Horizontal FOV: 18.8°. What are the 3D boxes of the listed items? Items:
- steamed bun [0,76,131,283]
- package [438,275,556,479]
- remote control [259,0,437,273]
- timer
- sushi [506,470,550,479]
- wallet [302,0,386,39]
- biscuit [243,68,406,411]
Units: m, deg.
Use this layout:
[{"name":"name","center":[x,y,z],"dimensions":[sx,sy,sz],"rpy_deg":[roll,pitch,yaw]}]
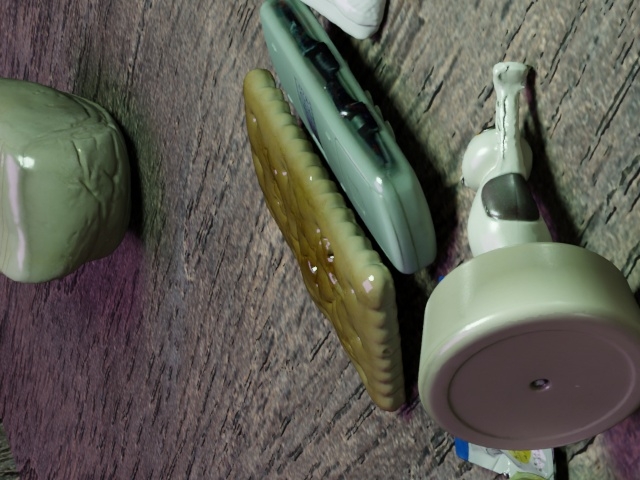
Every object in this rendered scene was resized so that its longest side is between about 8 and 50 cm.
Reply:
[{"name":"steamed bun","center":[-0.377,-0.092,2.616],"dimensions":[0.383,0.236,0.247],"rpy_deg":[28,118,55]},{"name":"package","center":[0.151,0.123,1.651],"dimensions":[0.173,0.027,0.171],"rpy_deg":[13,113,62]},{"name":"remote control","center":[0.026,-0.102,1.772],"dimensions":[0.296,0.056,0.140],"rpy_deg":[59,173,40]},{"name":"timer","center":[0.150,0.006,1.477],"dimensions":[0.175,0.175,0.266],"rpy_deg":[103,166,-48]},{"name":"sushi","center":[0.132,0.311,1.571],"dimensions":[0.139,0.184,0.274],"rpy_deg":[43,142,37]},{"name":"wallet","center":[0.017,-0.276,1.727],"dimensions":[0.124,0.032,0.183],"rpy_deg":[39,140,29]},{"name":"biscuit","center":[0.000,0.000,1.891],"dimensions":[0.217,0.044,0.325],"rpy_deg":[84,162,-51]}]
